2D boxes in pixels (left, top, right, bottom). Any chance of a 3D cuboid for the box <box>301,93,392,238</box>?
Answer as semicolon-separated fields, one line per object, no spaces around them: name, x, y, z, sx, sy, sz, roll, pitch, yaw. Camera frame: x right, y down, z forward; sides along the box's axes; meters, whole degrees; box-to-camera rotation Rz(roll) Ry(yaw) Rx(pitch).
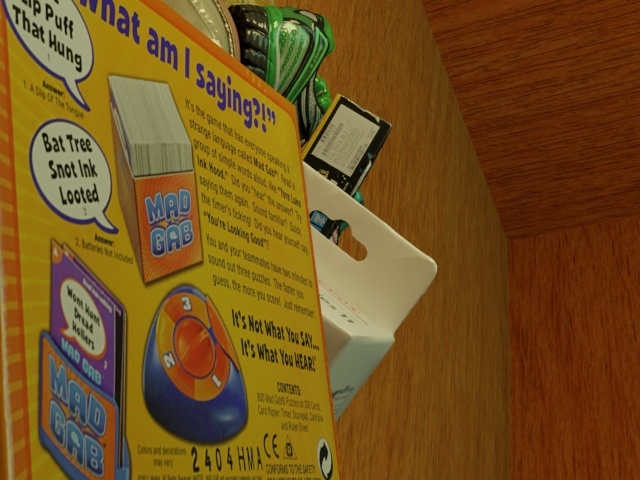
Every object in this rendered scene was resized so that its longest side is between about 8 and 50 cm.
box;-0.021;-0.020;1.317;0.257;0.079;0.322;-61;179;-4

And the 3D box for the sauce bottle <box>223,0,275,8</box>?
sauce bottle;-0.124;-0.396;1.568;0.111;0.111;0.344;39;41;-61

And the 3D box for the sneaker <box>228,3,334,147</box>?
sneaker;-0.056;-0.135;1.391;0.134;0.146;0.344;-115;-152;-44

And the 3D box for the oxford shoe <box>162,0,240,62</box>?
oxford shoe;-0.169;-0.189;1.215;0.146;0.140;0.397;9;58;-68

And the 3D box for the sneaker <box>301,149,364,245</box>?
sneaker;0.000;0.000;1.674;0.178;0.123;0.296;-7;84;-61

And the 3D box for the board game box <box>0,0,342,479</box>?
board game box;-0.221;0.073;0.627;0.356;0.356;0.356;28;53;-66

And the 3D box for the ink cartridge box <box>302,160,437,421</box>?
ink cartridge box;-0.084;0.104;0.944;0.207;0.353;0.119;38;8;21
